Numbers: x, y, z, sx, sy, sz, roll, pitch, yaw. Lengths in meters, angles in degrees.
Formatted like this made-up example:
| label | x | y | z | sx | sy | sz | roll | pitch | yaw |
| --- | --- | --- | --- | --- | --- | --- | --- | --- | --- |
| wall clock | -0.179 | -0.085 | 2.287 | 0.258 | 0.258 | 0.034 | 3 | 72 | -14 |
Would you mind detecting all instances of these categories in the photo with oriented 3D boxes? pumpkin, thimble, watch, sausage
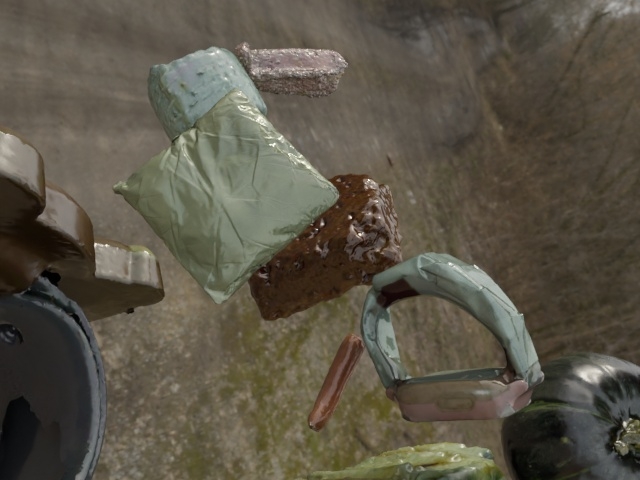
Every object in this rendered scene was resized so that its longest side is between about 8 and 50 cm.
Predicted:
| label | x | y | z | sx | sy | sz | roll | pitch | yaw |
| --- | --- | --- | --- | --- | --- | --- | --- | --- | --- |
| pumpkin | 0.471 | 0.351 | 1.287 | 0.324 | 0.241 | 0.323 | 13 | 59 | -22 |
| thimble | -0.233 | -0.283 | 1.513 | 0.171 | 0.205 | 0.250 | 62 | 21 | 6 |
| watch | 0.188 | 0.138 | 1.122 | 0.162 | 0.254 | 0.241 | 4 | 78 | -60 |
| sausage | 0.026 | 0.239 | 1.264 | 0.040 | 0.047 | 0.176 | 29 | 71 | -2 |
| watch | -0.310 | 0.118 | 0.638 | 0.335 | 0.314 | 0.326 | 38 | 43 | -53 |

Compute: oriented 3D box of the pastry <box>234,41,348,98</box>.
| label | x | y | z | sx | sy | sz | roll | pitch | yaw |
| --- | --- | --- | --- | --- | --- | --- | --- | --- | --- |
| pastry | -0.073 | -0.377 | 1.664 | 0.265 | 0.112 | 0.102 | 4 | 49 | -24 |

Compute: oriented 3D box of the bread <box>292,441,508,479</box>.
| label | x | y | z | sx | sy | sz | roll | pitch | yaw |
| --- | --- | --- | --- | --- | --- | --- | --- | --- | --- |
| bread | 0.139 | 0.455 | 1.164 | 0.396 | 0.264 | 0.239 | 0 | 75 | -37 |

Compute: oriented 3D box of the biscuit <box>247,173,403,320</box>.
| label | x | y | z | sx | sy | sz | roll | pitch | yaw |
| --- | --- | --- | --- | --- | --- | --- | --- | --- | --- |
| biscuit | 0.000 | 0.000 | 1.892 | 0.166 | 0.395 | 0.342 | 58 | 18 | -30 |

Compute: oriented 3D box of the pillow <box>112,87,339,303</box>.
| label | x | y | z | sx | sy | sz | roll | pitch | yaw |
| --- | --- | --- | --- | --- | --- | --- | --- | --- | --- |
| pillow | -0.156 | -0.081 | 1.247 | 0.274 | 0.281 | 0.076 | 47 | -9 | 8 |
